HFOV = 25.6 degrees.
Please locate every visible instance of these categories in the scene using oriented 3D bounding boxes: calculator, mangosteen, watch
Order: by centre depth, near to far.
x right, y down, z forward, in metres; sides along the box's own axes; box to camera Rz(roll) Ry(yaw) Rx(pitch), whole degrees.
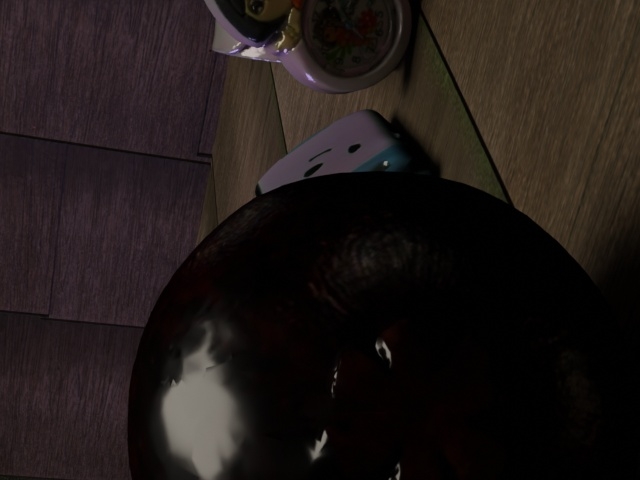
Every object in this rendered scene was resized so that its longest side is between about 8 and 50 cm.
[{"bbox_3d":[0.029,0.117,0.856,0.347,0.306,0.307,124,151,-75],"label":"mangosteen"},{"bbox_3d":[0.016,-0.052,1.416,0.051,0.173,0.293,56,-177,-20],"label":"calculator"},{"bbox_3d":[-0.030,-0.267,1.518,0.231,0.244,0.196,-144,60,-69],"label":"watch"}]
